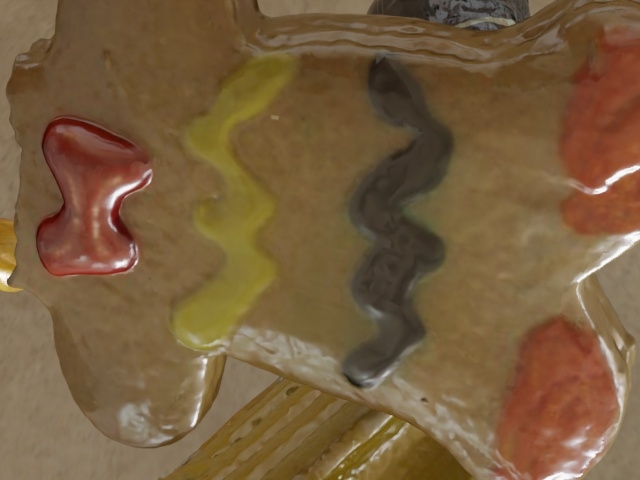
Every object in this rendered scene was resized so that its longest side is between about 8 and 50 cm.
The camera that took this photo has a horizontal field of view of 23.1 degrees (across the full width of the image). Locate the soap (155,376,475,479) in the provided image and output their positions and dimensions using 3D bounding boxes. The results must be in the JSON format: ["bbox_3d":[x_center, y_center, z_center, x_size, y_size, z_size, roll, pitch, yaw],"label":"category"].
[{"bbox_3d":[-0.009,0.172,1.145,0.281,0.259,0.143,-42,102,-10],"label":"soap"}]

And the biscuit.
[{"bbox_3d":[0.000,0.000,0.916,0.394,0.076,0.368,15,119,8],"label":"biscuit"}]

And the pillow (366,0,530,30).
[{"bbox_3d":[0.102,-0.099,1.129,0.093,0.335,0.161,19,134,-24],"label":"pillow"}]

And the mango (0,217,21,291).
[{"bbox_3d":[-0.254,0.011,1.253,0.046,0.089,0.060,-20,79,16],"label":"mango"}]
